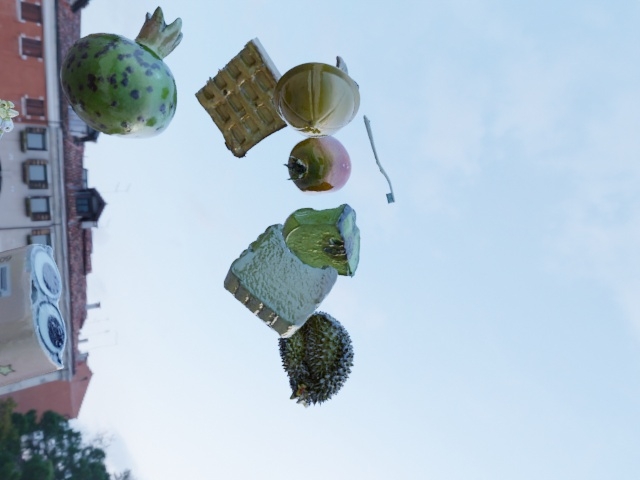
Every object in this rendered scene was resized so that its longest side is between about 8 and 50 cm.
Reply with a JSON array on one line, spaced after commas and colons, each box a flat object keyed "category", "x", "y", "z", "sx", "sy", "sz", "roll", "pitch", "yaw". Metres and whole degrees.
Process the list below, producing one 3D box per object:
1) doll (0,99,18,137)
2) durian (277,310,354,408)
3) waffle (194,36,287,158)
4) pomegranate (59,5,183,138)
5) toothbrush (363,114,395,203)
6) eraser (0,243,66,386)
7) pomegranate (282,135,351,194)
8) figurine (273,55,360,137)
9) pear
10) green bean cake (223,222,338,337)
[{"category": "doll", "x": -1.041, "y": -0.318, "z": 1.366, "sx": 0.291, "sy": 0.117, "sz": 0.086, "roll": -43, "pitch": -103, "yaw": 15}, {"category": "durian", "x": -0.011, "y": 0.378, "z": 1.435, "sx": 0.258, "sy": 0.258, "sz": 0.293, "roll": -41, "pitch": -130, "yaw": 41}, {"category": "waffle", "x": -0.258, "y": -0.488, "z": 1.573, "sx": 0.348, "sy": 0.077, "sz": 0.304, "roll": -23, "pitch": -70, "yaw": 34}, {"category": "pomegranate", "x": -0.421, "y": -0.360, "z": 0.946, "sx": 0.230, "sy": 0.230, "sz": 0.286, "roll": -8, "pitch": -103, "yaw": 47}, {"category": "toothbrush", "x": 0.168, "y": -0.229, "z": 1.256, "sx": 0.026, "sy": 0.022, "sz": 0.263, "roll": -18, "pitch": -78, "yaw": 3}, {"category": "eraser", "x": -0.473, "y": 0.110, "z": 0.525, "sx": 0.087, "sy": 0.290, "sz": 0.171, "roll": 96, "pitch": -24, "yaw": -64}, {"category": "pomegranate", "x": -0.016, "y": -0.256, "z": 1.513, "sx": 0.220, "sy": 0.256, "sz": 0.221, "roll": 11, "pitch": -72, "yaw": 36}, {"category": "figurine", "x": 0.001, "y": -0.330, "z": 1.023, "sx": 0.192, "sy": 0.257, "sz": 0.167, "roll": -21, "pitch": -70, "yaw": 22}, {"category": "pear", "x": 0.000, "y": 0.000, "z": 1.530, "sx": 0.255, "sy": 0.164, "sz": 0.238, "roll": -2, "pitch": -54, "yaw": 23}, {"category": "green bean cake", "x": -0.101, "y": 0.102, "z": 1.136, "sx": 0.236, "sy": 0.233, "sz": 0.124, "roll": 40, "pitch": -40, "yaw": 2}]
